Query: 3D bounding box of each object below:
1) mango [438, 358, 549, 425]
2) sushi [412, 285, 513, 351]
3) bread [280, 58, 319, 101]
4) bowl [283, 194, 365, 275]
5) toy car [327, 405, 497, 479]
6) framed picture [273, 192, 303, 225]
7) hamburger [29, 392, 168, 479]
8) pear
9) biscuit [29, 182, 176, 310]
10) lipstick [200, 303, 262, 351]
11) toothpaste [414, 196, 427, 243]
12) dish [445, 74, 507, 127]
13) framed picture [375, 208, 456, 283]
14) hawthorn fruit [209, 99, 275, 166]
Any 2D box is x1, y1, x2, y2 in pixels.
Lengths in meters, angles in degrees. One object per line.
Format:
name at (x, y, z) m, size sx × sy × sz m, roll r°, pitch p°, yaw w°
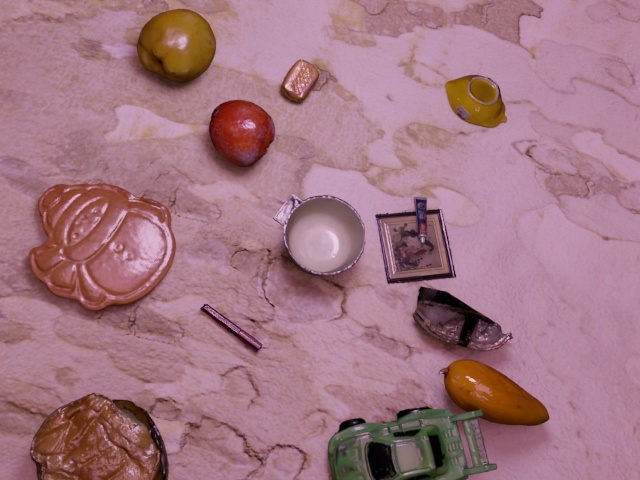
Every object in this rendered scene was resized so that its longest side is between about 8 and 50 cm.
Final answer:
mango at (0.429, 0.380, 1.840) m, size 0.317 × 0.176 × 0.119 m, roll 23°, pitch 97°, yaw -18°
sushi at (0.364, 0.229, 1.912) m, size 0.273 × 0.134 × 0.109 m, roll 32°, pitch 83°, yaw -17°
bread at (-0.058, -0.432, 2.036) m, size 0.082 × 0.056 × 0.115 m, roll 30°, pitch 79°, yaw -14°
bowl at (0.000, 0.000, 1.891) m, size 0.212 × 0.112 × 0.211 m, roll 4°, pitch 73°, yaw -12°
toy car at (0.205, 0.505, 1.751) m, size 0.359 × 0.176 × 0.213 m, roll -6°, pitch 74°, yaw -13°
framed picture at (-0.074, -0.073, 1.952) m, size 0.066 × 0.006 × 0.089 m, roll 36°, pitch 70°, yaw 0°
hamburger at (-0.476, 0.483, 1.634) m, size 0.266 × 0.134 × 0.284 m, roll -24°, pitch 75°, yaw -11°
pear at (-0.367, -0.503, 1.923) m, size 0.200 × 0.200 × 0.199 m, roll 3°, pitch 73°, yaw -11°
biscuit at (-0.532, 0.009, 1.802) m, size 0.351 × 0.057 × 0.312 m, roll 23°, pitch 69°, yaw -5°
lipstick at (-0.219, 0.212, 1.827) m, size 0.176 × 0.027 × 0.027 m, roll 37°, pitch 70°, yaw 2°
toothpaste at (0.272, -0.056, 2.005) m, size 0.037 × 0.021 × 0.139 m, roll 5°, pitch 65°, yaw -11°
dish at (0.457, -0.411, 2.132) m, size 0.208 × 0.080 × 0.148 m, roll 29°, pitch 70°, yaw -1°
framed picture at (0.254, 0.012, 1.996) m, size 0.195 × 0.010 × 0.199 m, roll -5°, pitch 75°, yaw -14°
hawthorn fruit at (-0.202, -0.279, 1.903) m, size 0.173 × 0.173 × 0.172 m, roll 3°, pitch 73°, yaw -11°
